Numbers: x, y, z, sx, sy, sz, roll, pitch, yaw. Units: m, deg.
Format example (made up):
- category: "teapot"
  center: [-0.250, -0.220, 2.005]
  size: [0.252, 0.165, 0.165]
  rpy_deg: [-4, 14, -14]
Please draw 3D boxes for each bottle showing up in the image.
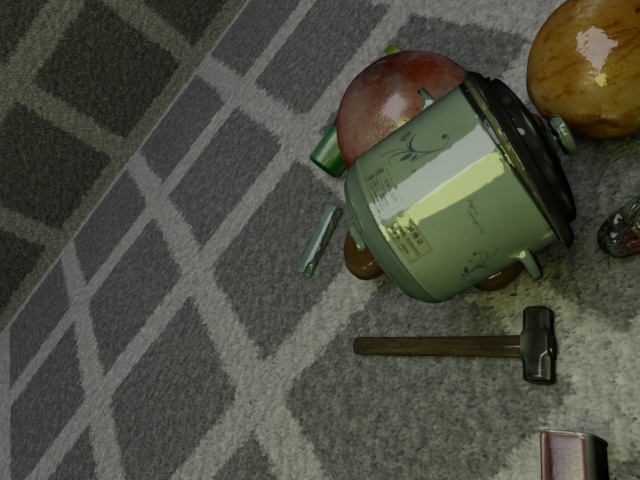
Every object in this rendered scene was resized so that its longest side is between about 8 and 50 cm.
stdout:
- category: "bottle"
  center: [0.103, -0.307, 1.182]
  size: [0.330, 0.093, 0.093]
  rpy_deg: [-54, 42, 2]

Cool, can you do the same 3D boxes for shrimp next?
- category: "shrimp"
  center: [0.484, -0.051, 0.659]
  size: [0.233, 0.090, 0.079]
  rpy_deg: [-40, 25, 42]

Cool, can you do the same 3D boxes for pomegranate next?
- category: "pomegranate"
  center: [0.444, -0.271, 0.750]
  size: [0.248, 0.248, 0.249]
  rpy_deg: [-23, 51, 32]

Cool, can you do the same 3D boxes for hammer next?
- category: "hammer"
  center: [0.204, 0.176, 0.827]
  size: [0.365, 0.043, 0.111]
  rpy_deg: [-10, 59, 40]

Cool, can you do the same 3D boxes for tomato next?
- category: "tomato"
  center: [0.152, -0.217, 0.888]
  size: [0.270, 0.227, 0.270]
  rpy_deg: [-26, 37, 21]

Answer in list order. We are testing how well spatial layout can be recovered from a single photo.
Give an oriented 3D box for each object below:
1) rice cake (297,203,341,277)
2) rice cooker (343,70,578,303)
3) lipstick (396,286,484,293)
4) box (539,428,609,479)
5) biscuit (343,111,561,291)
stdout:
- category: "rice cake"
  center: [0.000, 0.000, 1.131]
  size: [0.042, 0.030, 0.180]
  rpy_deg: [18, 79, 45]
- category: "rice cooker"
  center: [0.198, -0.071, 0.672]
  size: [0.316, 0.264, 0.317]
  rpy_deg: [-3, 83, 29]
- category: "lipstick"
  center: [0.214, 0.072, 0.875]
  size: [0.157, 0.048, 0.048]
  rpy_deg: [-6, 61, 41]
- category: "box"
  center: [0.302, 0.347, 0.570]
  size: [0.068, 0.120, 0.224]
  rpy_deg: [-8, 58, 36]
- category: "biscuit"
  center: [0.233, -0.058, 0.906]
  size: [0.393, 0.076, 0.369]
  rpy_deg: [-9, 50, 38]
